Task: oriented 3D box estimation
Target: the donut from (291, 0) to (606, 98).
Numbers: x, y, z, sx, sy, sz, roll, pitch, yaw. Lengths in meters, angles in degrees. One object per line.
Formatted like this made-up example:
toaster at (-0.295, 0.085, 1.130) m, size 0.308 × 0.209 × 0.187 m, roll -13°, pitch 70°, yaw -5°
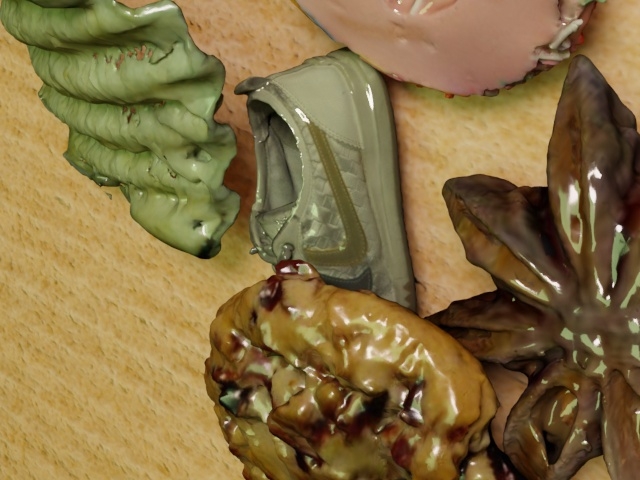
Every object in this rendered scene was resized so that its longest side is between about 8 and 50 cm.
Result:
donut at (0.064, -0.186, 0.626) m, size 0.233 × 0.085 × 0.199 m, roll 34°, pitch 152°, yaw 3°

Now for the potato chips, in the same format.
potato chips at (-0.209, -0.168, 0.757) m, size 0.389 × 0.097 × 0.373 m, roll 39°, pitch 166°, yaw 37°

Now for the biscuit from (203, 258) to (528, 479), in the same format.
biscuit at (0.025, 0.167, 0.709) m, size 0.289 × 0.081 × 0.334 m, roll 30°, pitch 143°, yaw 26°

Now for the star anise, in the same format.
star anise at (0.194, 0.043, 0.608) m, size 0.315 × 0.108 × 0.315 m, roll 7°, pitch 101°, yaw 35°

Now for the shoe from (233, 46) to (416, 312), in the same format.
shoe at (0.000, 0.000, 0.736) m, size 0.103 × 0.098 × 0.275 m, roll -174°, pitch 76°, yaw -66°
